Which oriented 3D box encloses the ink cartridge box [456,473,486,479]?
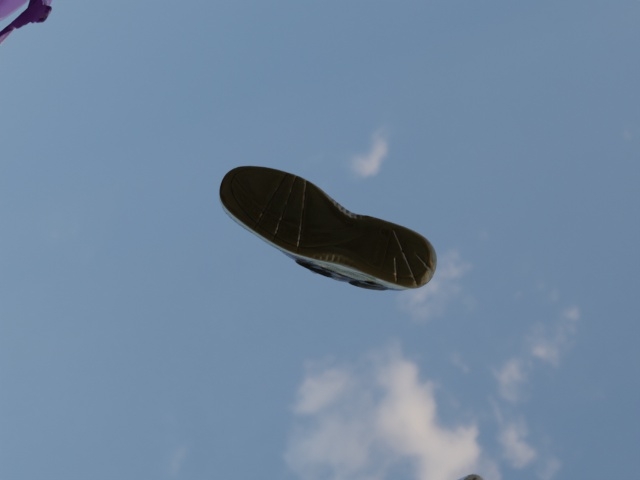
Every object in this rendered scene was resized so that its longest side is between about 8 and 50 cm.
[{"bbox_3d":[0.102,0.388,1.242,0.166,0.395,0.285,-39,-95,-24],"label":"ink cartridge box"}]

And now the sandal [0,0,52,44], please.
[{"bbox_3d":[-0.297,-0.221,1.292,0.169,0.102,0.416,-44,-177,7],"label":"sandal"}]

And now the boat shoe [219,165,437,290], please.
[{"bbox_3d":[0.001,-0.001,1.408,0.073,0.223,0.080,123,-13,-62],"label":"boat shoe"}]
